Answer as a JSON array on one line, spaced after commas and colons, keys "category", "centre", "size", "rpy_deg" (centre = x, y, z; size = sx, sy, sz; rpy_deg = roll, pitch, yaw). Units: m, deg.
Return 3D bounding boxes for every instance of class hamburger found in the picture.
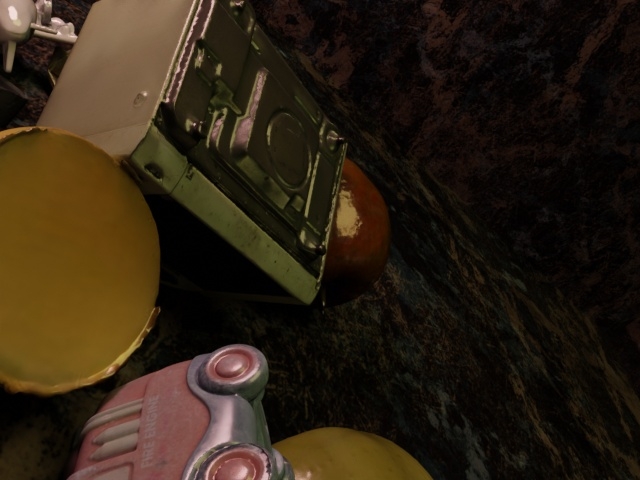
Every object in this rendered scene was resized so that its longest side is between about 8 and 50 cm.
[{"category": "hamburger", "centre": [-0.307, 0.026, 0.727], "size": [0.303, 0.186, 0.260], "rpy_deg": [24, 70, -50]}]

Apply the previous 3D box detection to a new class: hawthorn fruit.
[{"category": "hawthorn fruit", "centre": [0.000, 0.000, 1.227], "size": [0.268, 0.268, 0.300], "rpy_deg": [29, 36, -35]}]

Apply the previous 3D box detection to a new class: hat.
[{"category": "hat", "centre": [-0.412, -0.278, 1.235], "size": [0.147, 0.085, 0.175], "rpy_deg": [24, 8, -19]}]

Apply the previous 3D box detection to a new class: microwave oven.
[{"category": "microwave oven", "centre": [-0.150, -0.119, 0.968], "size": [0.394, 0.247, 0.332], "rpy_deg": [45, 49, -47]}]

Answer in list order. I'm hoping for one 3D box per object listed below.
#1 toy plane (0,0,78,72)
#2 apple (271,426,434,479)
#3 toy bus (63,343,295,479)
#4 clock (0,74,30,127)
[{"category": "toy plane", "centre": [-0.497, -0.340, 1.061], "size": [0.252, 0.118, 0.252], "rpy_deg": [15, 16, -4]}, {"category": "apple", "centre": [0.039, 0.424, 0.860], "size": [0.320, 0.311, 0.360], "rpy_deg": [-19, 56, -15]}, {"category": "toy bus", "centre": [-0.145, 0.254, 0.671], "size": [0.294, 0.232, 0.197], "rpy_deg": [-103, -177, -57]}, {"category": "clock", "centre": [-0.512, -0.240, 0.871], "size": [0.281, 0.055, 0.280], "rpy_deg": [33, 0, 0]}]
